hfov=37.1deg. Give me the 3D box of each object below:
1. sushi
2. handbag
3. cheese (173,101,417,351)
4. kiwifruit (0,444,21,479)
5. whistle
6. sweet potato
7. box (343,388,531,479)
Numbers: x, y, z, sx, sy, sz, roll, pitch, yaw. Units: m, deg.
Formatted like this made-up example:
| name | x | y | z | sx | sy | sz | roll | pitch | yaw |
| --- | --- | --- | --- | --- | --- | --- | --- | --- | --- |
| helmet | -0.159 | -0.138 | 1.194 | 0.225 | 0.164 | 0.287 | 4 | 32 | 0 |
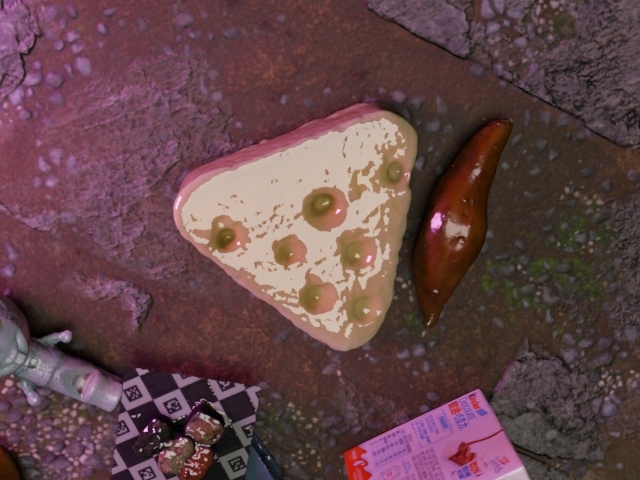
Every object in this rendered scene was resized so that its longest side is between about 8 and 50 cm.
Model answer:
| name | x | y | z | sx | sy | sz | roll | pitch | yaw |
| --- | --- | --- | --- | --- | --- | --- | --- | --- | --- |
| sushi | -0.220 | 0.330 | 1.525 | 0.219 | 0.047 | 0.231 | 9 | 108 | -5 |
| handbag | -0.181 | 0.380 | 1.601 | 0.179 | 0.062 | 0.229 | -30 | 107 | 7 |
| cheese | 0.001 | -0.001 | 1.482 | 0.383 | 0.104 | 0.384 | -1 | 105 | -5 |
| kiwifruit | -0.534 | 0.389 | 1.564 | 0.075 | 0.075 | 0.124 | -19 | 104 | 1 |
| whistle | -0.472 | 0.176 | 1.488 | 0.346 | 0.133 | 0.142 | 28 | 61 | -22 |
| sweet potato | 0.210 | -0.022 | 1.495 | 0.112 | 0.112 | 0.359 | 11 | 108 | -8 |
| box | 0.176 | 0.362 | 1.516 | 0.265 | 0.273 | 0.048 | -26 | 106 | 4 |
